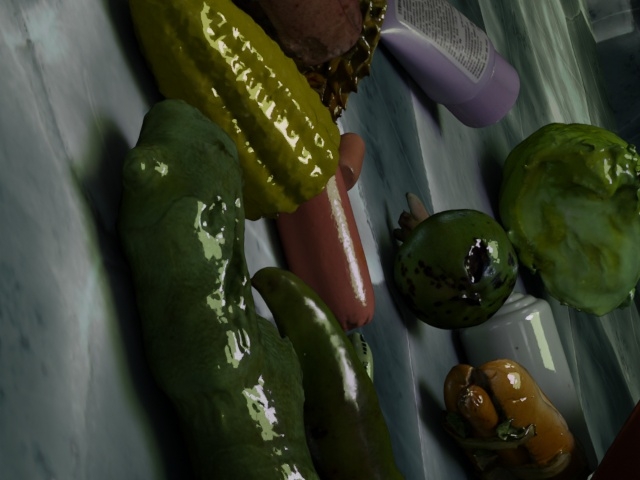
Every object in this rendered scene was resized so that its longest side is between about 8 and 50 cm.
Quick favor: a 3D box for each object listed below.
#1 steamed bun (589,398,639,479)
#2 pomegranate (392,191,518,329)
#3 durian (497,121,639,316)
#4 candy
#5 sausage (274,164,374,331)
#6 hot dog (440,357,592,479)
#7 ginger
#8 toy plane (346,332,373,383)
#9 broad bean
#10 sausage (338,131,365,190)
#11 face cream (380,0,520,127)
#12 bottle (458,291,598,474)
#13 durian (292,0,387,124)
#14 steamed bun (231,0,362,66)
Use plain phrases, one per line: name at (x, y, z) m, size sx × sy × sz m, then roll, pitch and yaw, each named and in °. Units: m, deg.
steamed bun at (0.378, 0.311, 1.763) m, size 0.248 × 0.379 × 0.235 m, roll 31°, pitch 9°, yaw 16°
pomegranate at (0.120, 0.016, 1.706) m, size 0.161 × 0.122 × 0.122 m, roll 50°, pitch -1°, yaw 40°
durian at (0.337, -0.037, 2.338) m, size 0.340 × 0.204 × 0.256 m, roll -76°, pitch 160°, yaw -76°
candy at (-0.068, -0.114, 1.246) m, size 0.199 × 0.094 × 0.106 m, roll 55°, pitch 28°, yaw -31°
sausage at (0.000, 0.000, 1.395) m, size 0.062 × 0.062 × 0.154 m, roll 1°, pitch 73°, yaw -73°
hot dog at (0.186, 0.192, 1.724) m, size 0.269 × 0.109 × 0.072 m, roll 49°, pitch 36°, yaw -50°
ginger at (-0.064, 0.051, 1.106) m, size 0.137 × 0.089 × 0.290 m, roll -20°, pitch 88°, yaw -55°
toy plane at (0.026, 0.124, 1.392) m, size 0.102 × 0.040 × 0.111 m, roll 51°, pitch 26°, yaw -56°
broad bean at (0.029, 0.168, 1.314) m, size 0.077 × 0.061 × 0.339 m, roll -39°, pitch 115°, yaw -34°
sausage at (0.021, -0.070, 1.587) m, size 0.083 × 0.034 × 0.034 m, roll -74°, pitch 144°, yaw -63°
face cream at (0.121, -0.231, 2.008) m, size 0.274 × 0.096 × 0.154 m, roll 38°, pitch 38°, yaw -41°
bottle at (0.211, 0.139, 1.871) m, size 0.104 × 0.104 × 0.245 m, roll -30°, pitch 103°, yaw -73°
durian at (-0.012, -0.188, 1.492) m, size 0.139 × 0.144 × 0.252 m, roll 88°, pitch -9°, yaw -58°
steamed bun at (-0.052, -0.205, 1.304) m, size 0.175 × 0.106 × 0.145 m, roll 40°, pitch -13°, yaw 37°
